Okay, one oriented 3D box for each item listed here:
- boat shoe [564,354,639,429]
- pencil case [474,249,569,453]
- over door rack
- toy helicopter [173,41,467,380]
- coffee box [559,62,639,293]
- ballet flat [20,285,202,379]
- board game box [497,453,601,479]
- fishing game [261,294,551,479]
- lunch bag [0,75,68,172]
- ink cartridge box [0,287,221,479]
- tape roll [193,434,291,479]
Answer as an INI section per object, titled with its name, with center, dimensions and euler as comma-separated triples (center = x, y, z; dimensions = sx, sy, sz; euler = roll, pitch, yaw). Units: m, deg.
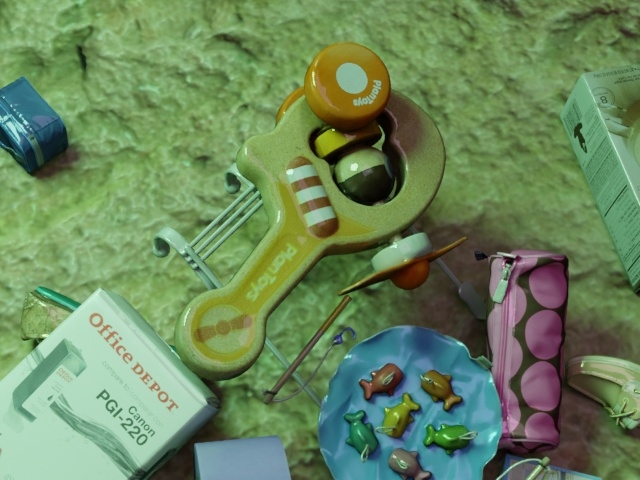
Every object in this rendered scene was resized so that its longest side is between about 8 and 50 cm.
[boat shoe]
center = 0.338, 0.174, 1.241
dimensions = 0.170, 0.063, 0.059
euler = 20, 57, 2
[pencil case]
center = 0.204, 0.114, 1.200
dimensions = 0.095, 0.098, 0.209
euler = -1, 84, 23
[over door rack]
center = 0.010, 0.046, 1.250
dimensions = 0.324, 0.108, 0.239
euler = 45, 67, -1
[toy helicopter]
center = 0.000, 0.000, 1.126
dimensions = 0.235, 0.140, 0.355
euler = 40, 67, -4
[coffee box]
center = 0.393, -0.078, 1.351
dimensions = 0.141, 0.098, 0.247
euler = -12, 66, -13
[ballet flat]
center = -0.217, 0.116, 1.207
dimensions = 0.206, 0.073, 0.067
euler = 24, 91, 8
[board game box]
center = 0.223, 0.304, 1.183
dimensions = 0.103, 0.026, 0.154
euler = 15, 63, 0
[fishing game]
center = 0.090, 0.176, 1.139
dimensions = 0.264, 0.041, 0.189
euler = 43, 85, 4
[lunch bag]
center = -0.335, -0.129, 1.301
dimensions = 0.065, 0.067, 0.098
euler = -37, 73, -22
[ink cartridge box]
center = -0.226, 0.176, 1.114
dimensions = 0.218, 0.092, 0.158
euler = -44, 80, -6
[tape roll]
center = -0.069, 0.276, 1.069
dimensions = 0.080, 0.189, 0.189
euler = -5, 65, -9
